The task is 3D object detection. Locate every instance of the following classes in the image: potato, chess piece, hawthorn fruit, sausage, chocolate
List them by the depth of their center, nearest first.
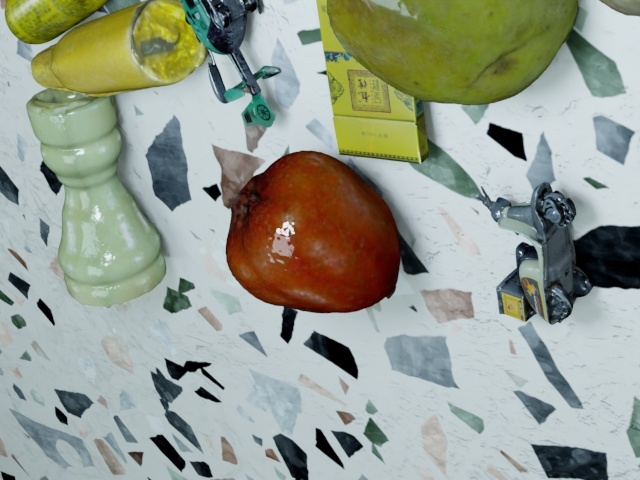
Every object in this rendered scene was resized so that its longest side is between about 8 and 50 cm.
[{"bbox_3d":[0.173,-0.297,1.432,0.280,0.213,0.330,31,131,14],"label":"potato"},{"bbox_3d":[-0.012,-0.005,1.839,0.311,0.295,0.295,30,139,18],"label":"hawthorn fruit"},{"bbox_3d":[-0.496,-0.460,2.040,0.347,0.123,0.123,-14,111,49],"label":"sausage"},{"bbox_3d":[-0.401,-0.352,2.042,0.445,0.162,0.162,0,122,49],"label":"chocolate"},{"bbox_3d":[-0.472,-0.103,2.264,0.234,0.234,0.442,15,126,36],"label":"chess piece"}]

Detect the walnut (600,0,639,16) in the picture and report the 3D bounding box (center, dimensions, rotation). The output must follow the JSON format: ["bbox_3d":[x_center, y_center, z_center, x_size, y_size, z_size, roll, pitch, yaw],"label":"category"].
[{"bbox_3d":[0.389,-0.351,1.164,0.248,0.248,0.248,26,137,27],"label":"walnut"}]

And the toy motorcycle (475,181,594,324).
[{"bbox_3d":[0.332,0.018,1.665,0.157,0.091,0.263,18,135,40],"label":"toy motorcycle"}]

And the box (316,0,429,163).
[{"bbox_3d":[0.082,-0.259,1.681,0.153,0.041,0.279,8,121,30],"label":"box"}]

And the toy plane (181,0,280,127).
[{"bbox_3d":[-0.168,-0.362,1.830,0.155,0.106,0.382,-6,118,54],"label":"toy plane"}]
